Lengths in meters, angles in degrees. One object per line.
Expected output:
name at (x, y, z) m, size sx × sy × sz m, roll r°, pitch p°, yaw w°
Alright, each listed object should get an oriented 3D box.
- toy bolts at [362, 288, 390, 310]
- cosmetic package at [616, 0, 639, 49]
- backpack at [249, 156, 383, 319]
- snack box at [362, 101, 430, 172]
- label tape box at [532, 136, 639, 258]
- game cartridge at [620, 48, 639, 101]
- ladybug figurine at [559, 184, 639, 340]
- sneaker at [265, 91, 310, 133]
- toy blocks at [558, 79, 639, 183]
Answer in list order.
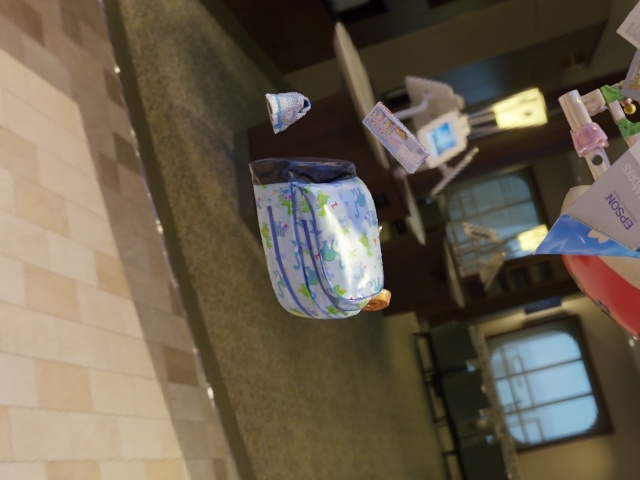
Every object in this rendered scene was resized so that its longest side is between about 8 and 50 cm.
toy bolts at (0.055, 0.086, 2.143) m, size 0.218 × 0.229 × 0.158 m, roll 29°, pitch 52°, yaw -47°
cosmetic package at (0.472, -0.284, 1.162) m, size 0.041 × 0.060 × 0.115 m, roll 18°, pitch 31°, yaw -30°
backpack at (0.000, 0.000, 1.844) m, size 0.290 × 0.273 × 0.355 m, roll -6°, pitch 103°, yaw -54°
snack box at (0.175, -0.240, 1.950) m, size 0.178 × 0.064 × 0.022 m, roll 50°, pitch 26°, yaw 20°
label tape box at (0.461, -0.055, 0.997) m, size 0.249 × 0.347 × 0.115 m, roll 4°, pitch 47°, yaw -36°
game cartridge at (0.608, -0.338, 1.485) m, size 0.297 × 0.062 × 0.198 m, roll -46°, pitch 150°, yaw -73°
ladybug figurine at (0.555, 0.059, 1.419) m, size 0.305 × 0.161 × 0.449 m, roll 20°, pitch 21°, yaw -22°
sneaker at (-0.060, -0.255, 1.644) m, size 0.190 × 0.083 × 0.071 m, roll -123°, pitch -160°, yaw -85°
toy blocks at (0.689, -0.223, 1.781) m, size 0.260 × 0.289 × 0.309 m, roll 67°, pitch 15°, yaw 8°
